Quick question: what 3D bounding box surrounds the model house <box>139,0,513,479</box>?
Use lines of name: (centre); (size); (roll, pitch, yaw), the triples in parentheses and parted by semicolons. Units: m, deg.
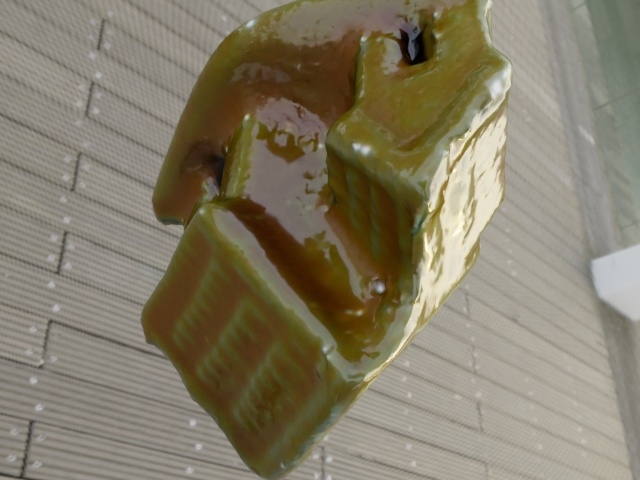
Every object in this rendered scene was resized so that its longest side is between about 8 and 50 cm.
model house: (-0.001, -0.008, 0.450); (0.173, 0.268, 0.239); (18, 45, -16)
